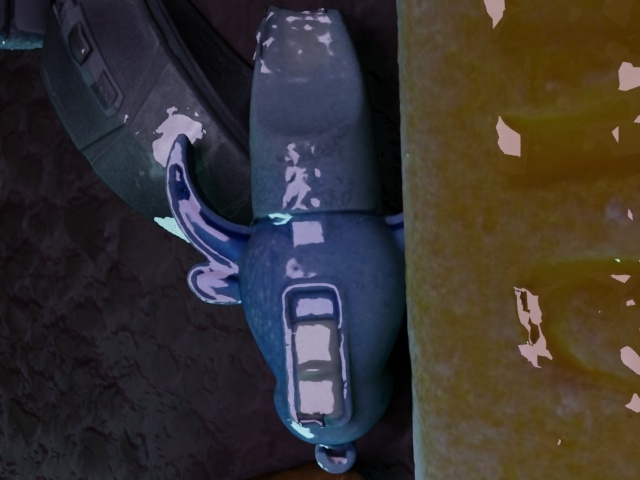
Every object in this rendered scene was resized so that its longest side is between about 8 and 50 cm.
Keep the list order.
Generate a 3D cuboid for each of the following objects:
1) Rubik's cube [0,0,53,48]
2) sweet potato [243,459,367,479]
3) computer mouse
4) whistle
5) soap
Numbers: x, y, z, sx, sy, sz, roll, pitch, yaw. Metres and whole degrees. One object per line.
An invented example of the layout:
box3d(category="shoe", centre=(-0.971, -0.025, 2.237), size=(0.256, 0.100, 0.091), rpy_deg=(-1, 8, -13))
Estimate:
box3d(category="Rubik's cube", centre=(-0.334, -0.249, 0.915), size=(0.237, 0.237, 0.238), rpy_deg=(4, 97, 34))
box3d(category="sweet potato", centre=(-0.105, 0.229, 0.886), size=(0.354, 0.095, 0.106), rpy_deg=(-45, 65, 24))
box3d(category="computer mouse", centre=(-0.115, -0.090, 0.881), size=(0.126, 0.071, 0.231), rpy_deg=(-47, 69, 26))
box3d(category="whistle", centre=(0.000, 0.000, 0.791), size=(0.180, 0.093, 0.269), rpy_deg=(-3, 88, 12))
box3d(category="soap", centre=(0.187, -0.005, 0.646), size=(0.293, 0.156, 0.335), rpy_deg=(2, 97, 33))
